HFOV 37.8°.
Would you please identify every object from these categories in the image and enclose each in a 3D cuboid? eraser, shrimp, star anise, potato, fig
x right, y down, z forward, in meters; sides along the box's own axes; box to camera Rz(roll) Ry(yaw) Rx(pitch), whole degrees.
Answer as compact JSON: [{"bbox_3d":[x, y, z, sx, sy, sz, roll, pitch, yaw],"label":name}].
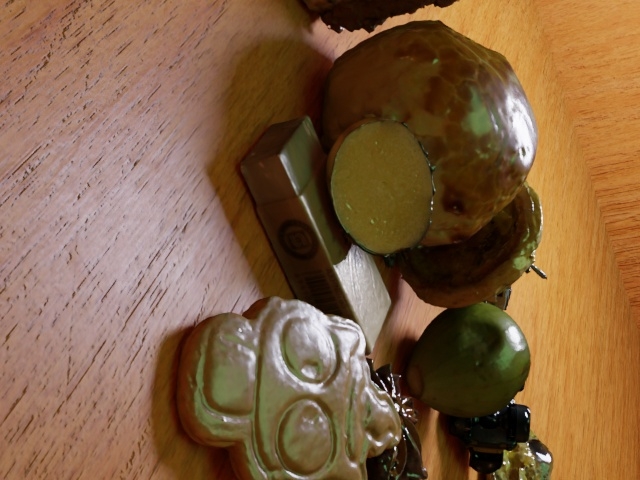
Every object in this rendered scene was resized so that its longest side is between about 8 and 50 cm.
[{"bbox_3d":[0.000,0.000,1.365,0.343,0.078,0.144,66,28,-24],"label":"eraser"},{"bbox_3d":[0.127,0.015,1.668,0.038,0.029,0.092,61,36,-47],"label":"shrimp"},{"bbox_3d":[0.087,0.287,1.396,0.220,0.099,0.214,57,31,-34],"label":"star anise"},{"bbox_3d":[0.081,-0.079,1.351,0.081,0.164,0.200,-149,-135,-70],"label":"potato"},{"bbox_3d":[0.264,0.218,1.654,0.230,0.207,0.207,-32,109,-61],"label":"fig"}]

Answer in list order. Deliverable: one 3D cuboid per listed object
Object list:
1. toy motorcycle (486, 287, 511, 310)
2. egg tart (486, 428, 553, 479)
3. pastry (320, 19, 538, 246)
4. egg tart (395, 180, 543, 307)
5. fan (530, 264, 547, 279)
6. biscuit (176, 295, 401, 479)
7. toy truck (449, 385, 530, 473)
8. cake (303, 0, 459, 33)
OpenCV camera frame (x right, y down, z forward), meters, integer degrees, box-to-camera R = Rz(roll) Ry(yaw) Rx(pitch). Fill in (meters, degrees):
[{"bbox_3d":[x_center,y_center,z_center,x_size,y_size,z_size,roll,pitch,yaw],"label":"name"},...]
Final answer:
[{"bbox_3d":[0.354,0.119,1.982,0.130,0.094,0.229,-26,124,-75],"label":"toy motorcycle"},{"bbox_3d":[0.431,0.506,1.971,0.297,0.132,0.297,16,72,-62],"label":"egg tart"},{"bbox_3d":[0.186,-0.178,1.540,0.388,0.313,0.388,42,41,-52],"label":"pastry"},{"bbox_3d":[0.274,0.007,1.672,0.115,0.290,0.290,50,38,-40],"label":"egg tart"},{"bbox_3d":[0.340,-0.022,1.869,0.335,0.229,0.011,39,80,-17],"label":"fan"},{"bbox_3d":[-0.021,0.206,1.172,0.376,0.051,0.269,22,61,-41],"label":"biscuit"},{"bbox_3d":[0.328,0.329,1.835,0.165,0.147,0.224,85,11,-50],"label":"toy truck"},{"bbox_3d":[0.072,-0.531,1.515,0.290,0.256,0.282,55,34,-43],"label":"cake"}]
